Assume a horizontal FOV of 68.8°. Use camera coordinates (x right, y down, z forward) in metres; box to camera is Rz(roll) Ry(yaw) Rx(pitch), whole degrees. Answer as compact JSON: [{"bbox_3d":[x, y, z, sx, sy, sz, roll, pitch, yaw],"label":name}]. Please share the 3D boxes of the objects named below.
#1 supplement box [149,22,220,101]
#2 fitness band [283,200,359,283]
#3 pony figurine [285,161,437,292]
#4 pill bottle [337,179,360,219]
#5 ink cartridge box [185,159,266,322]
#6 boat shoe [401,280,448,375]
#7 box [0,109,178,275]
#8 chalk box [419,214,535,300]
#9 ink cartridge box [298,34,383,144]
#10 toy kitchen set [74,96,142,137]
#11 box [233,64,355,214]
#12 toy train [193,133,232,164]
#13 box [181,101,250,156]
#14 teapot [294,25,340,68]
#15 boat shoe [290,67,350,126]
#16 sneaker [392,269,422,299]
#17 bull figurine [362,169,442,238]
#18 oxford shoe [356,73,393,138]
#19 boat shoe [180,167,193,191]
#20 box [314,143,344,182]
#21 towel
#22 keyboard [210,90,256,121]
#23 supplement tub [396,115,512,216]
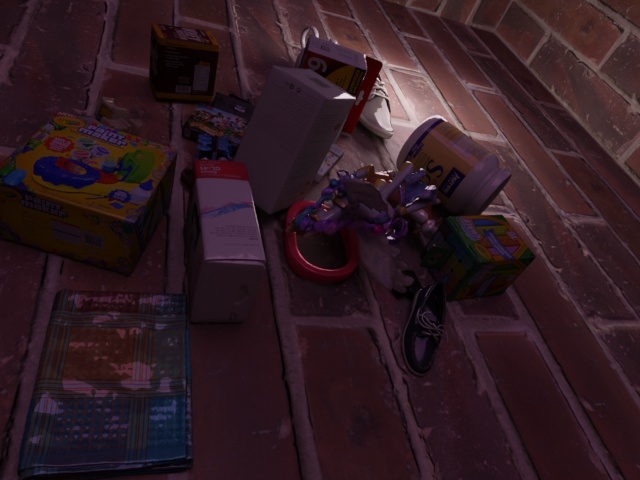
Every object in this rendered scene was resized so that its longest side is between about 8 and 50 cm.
[{"bbox_3d":[-0.452,-0.583,1.541,0.191,0.194,0.129,-5,43,-29],"label":"supplement box"},{"bbox_3d":[0.000,0.000,1.300,0.208,0.054,0.291,7,45,-15],"label":"fitness band"},{"bbox_3d":[0.130,-0.072,1.211,0.363,0.303,0.350,-33,35,-29],"label":"pony figurine"},{"bbox_3d":[0.122,-0.110,1.434,0.087,0.087,0.160,-9,53,-32],"label":"pill bottle"},{"bbox_3d":[-0.228,-0.001,1.061,0.131,0.226,0.306,4,46,-22],"label":"ink cartridge box"},{"bbox_3d":[0.273,0.215,1.178,0.095,0.079,0.255,31,51,-6],"label":"boat shoe"},{"bbox_3d":[-0.520,-0.112,1.071,0.289,0.177,0.279,17,42,-9],"label":"box"},{"bbox_3d":[0.427,0.049,1.356,0.288,0.180,0.179,-4,50,-27],"label":"chalk box"},{"bbox_3d":[0.040,-0.496,1.612,0.271,0.310,0.130,14,44,-12],"label":"ink cartridge box"},{"bbox_3d":[-0.626,-0.309,1.286,0.166,0.122,0.207,39,24,15],"label":"toy kitchen set"},{"bbox_3d":[-0.083,-0.274,1.277,0.168,0.346,0.215,35,26,11],"label":"box"},{"bbox_3d":[-0.308,-0.253,1.356,0.105,0.080,0.184,9,26,-16],"label":"toy train"},{"bbox_3d":[-0.304,-0.348,1.501,0.232,0.044,0.159,20,43,-6],"label":"box"},{"bbox_3d":[0.019,-0.748,1.942,0.255,0.187,0.253,17,43,-8],"label":"teapot"},{"bbox_3d":[-0.006,-0.556,1.798,0.324,0.117,0.097,36,39,5],"label":"boat shoe"},{"bbox_3d":[0.225,0.100,1.306,0.089,0.051,0.170,-10,58,-32],"label":"sneaker"},{"bbox_3d":[0.276,-0.121,1.477,0.310,0.101,0.188,39,26,15],"label":"bull figurine"},{"bbox_3d":[0.211,-0.581,1.900,0.169,0.130,0.450,18,43,-29],"label":"oxford shoe"},{"bbox_3d":[-0.298,-0.146,1.285,0.206,0.073,0.073,33,46,10],"label":"boat shoe"},{"bbox_3d":[-0.021,-0.285,1.571,0.145,0.038,0.186,32,47,6],"label":"box"},{"bbox_3d":[-0.382,0.248,0.882,0.271,0.040,0.370,5,46,-22],"label":"towel"},{"bbox_3d":[-0.280,-0.459,1.640,0.191,0.038,0.100,20,66,-8],"label":"keyboard"},{"bbox_3d":[0.454,-0.245,1.611,0.331,0.241,0.241,42,45,18],"label":"supplement tub"}]
